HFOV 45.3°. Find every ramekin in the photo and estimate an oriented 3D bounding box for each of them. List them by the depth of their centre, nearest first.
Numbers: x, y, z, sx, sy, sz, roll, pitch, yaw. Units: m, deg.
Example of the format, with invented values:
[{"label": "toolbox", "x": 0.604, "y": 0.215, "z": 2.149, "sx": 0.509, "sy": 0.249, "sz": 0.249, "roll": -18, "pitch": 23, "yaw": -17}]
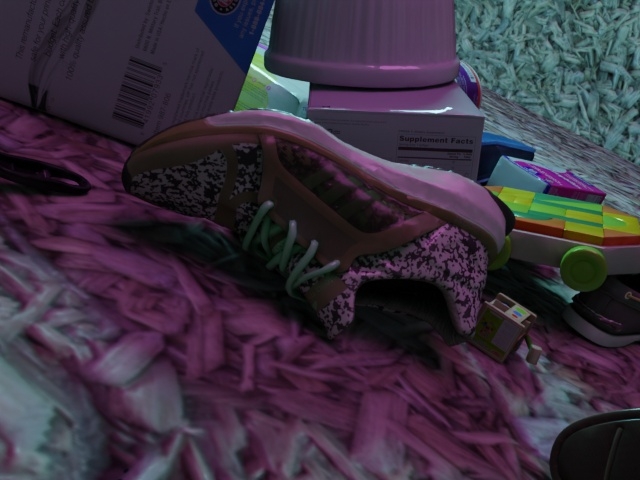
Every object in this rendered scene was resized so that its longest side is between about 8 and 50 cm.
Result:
[{"label": "ramekin", "x": 0.058, "y": -0.291, "z": 1.034, "sx": 0.273, "sy": 0.127, "sz": 0.273, "roll": 2, "pitch": 22, "yaw": -1}]

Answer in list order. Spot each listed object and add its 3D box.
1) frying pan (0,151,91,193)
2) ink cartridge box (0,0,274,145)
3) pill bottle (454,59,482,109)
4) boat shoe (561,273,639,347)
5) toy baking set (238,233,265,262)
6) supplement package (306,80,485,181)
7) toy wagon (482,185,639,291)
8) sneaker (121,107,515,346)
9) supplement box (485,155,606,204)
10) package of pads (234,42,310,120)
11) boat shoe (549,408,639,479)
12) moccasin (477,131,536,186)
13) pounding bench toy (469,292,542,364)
[{"label": "frying pan", "x": -0.346, "y": -0.070, "z": 0.661, "sx": 0.326, "sy": 0.053, "sz": 0.197, "roll": 30, "pitch": 37, "yaw": -32}, {"label": "ink cartridge box", "x": -0.276, "y": -0.303, "z": 0.983, "sx": 0.395, "sy": 0.285, "sz": 0.166, "roll": 20, "pitch": 21, "yaw": -12}, {"label": "pill bottle", "x": 0.227, "y": -0.323, "z": 1.700, "sx": 0.181, "sy": 0.181, "sz": 0.323, "roll": 34, "pitch": 24, "yaw": 22}, {"label": "boat shoe", "x": 0.465, "y": 0.087, "z": 1.122, "sx": 0.305, "sy": 0.091, "sz": 0.109, "roll": 0, "pitch": 33, "yaw": -47}, {"label": "toy baking set", "x": -0.029, "y": -0.017, "z": 0.941, "sx": 0.197, "sy": 0.030, "sz": 0.256, "roll": 13, "pitch": 26, "yaw": -36}, {"label": "supplement package", "x": 0.082, "y": -0.126, "z": 0.992, "sx": 0.204, "sy": 0.145, "sz": 0.262, "roll": 2, "pitch": 23, "yaw": 0}, {"label": "toy wagon", "x": 0.275, "y": -0.021, "z": 1.084, "sx": 0.344, "sy": 0.068, "sz": 0.267, "roll": 13, "pitch": 18, "yaw": 16}, {"label": "sneaker", "x": 0.000, "y": 0.000, "z": 0.762, "sx": 0.410, "sy": 0.158, "sz": 0.182, "roll": 13, "pitch": 57, "yaw": -8}, {"label": "supplement box", "x": 0.407, "y": -0.072, "z": 1.407, "sx": 0.220, "sy": 0.114, "sz": 0.111, "roll": 4, "pitch": 28, "yaw": -45}, {"label": "package of pads", "x": -0.104, "y": -0.268, "z": 1.333, "sx": 0.296, "sy": 0.101, "sz": 0.229, "roll": 33, "pitch": 23, "yaw": 22}, {"label": "boat shoe", "x": 0.341, "y": 0.204, "z": 0.601, "sx": 0.307, "sy": 0.110, "sz": 0.104, "roll": -3, "pitch": -28, "yaw": 41}, {"label": "moccasin", "x": 0.280, "y": -0.145, "z": 1.447, "sx": 0.342, "sy": 0.116, "sz": 0.138, "roll": -5, "pitch": 23, "yaw": -43}, {"label": "pounding bench toy", "x": 0.221, "y": 0.107, "z": 0.876, "sx": 0.083, "sy": 0.052, "sz": 0.065, "roll": 34, "pitch": 23, "yaw": 23}]
